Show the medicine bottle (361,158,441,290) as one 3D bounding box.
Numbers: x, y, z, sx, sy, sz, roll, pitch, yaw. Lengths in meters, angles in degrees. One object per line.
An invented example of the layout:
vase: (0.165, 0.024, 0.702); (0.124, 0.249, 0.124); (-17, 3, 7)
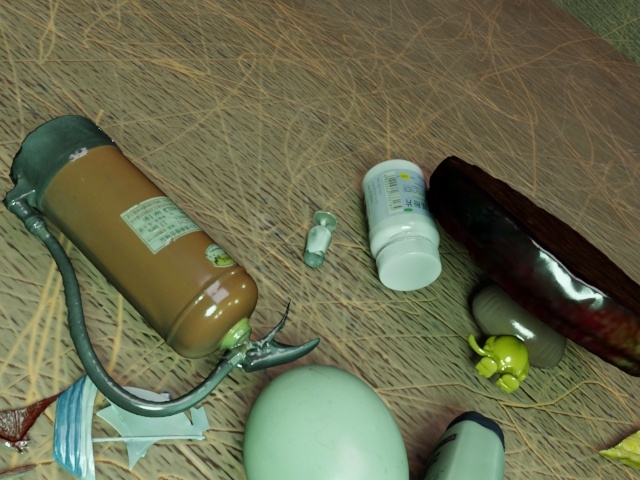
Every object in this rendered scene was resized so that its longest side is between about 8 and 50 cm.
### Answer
medicine bottle: (0.120, -0.025, 0.852); (0.102, 0.103, 0.187); (14, 46, -20)

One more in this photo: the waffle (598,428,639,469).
waffle: (0.468, 0.282, 0.837); (0.190, 0.032, 0.125); (23, 46, -13)

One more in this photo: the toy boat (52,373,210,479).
toy boat: (-0.185, 0.165, 0.549); (0.149, 0.034, 0.105); (-15, 62, -39)

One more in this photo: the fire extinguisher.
fire extinguisher: (-0.195, 0.042, 0.614); (0.376, 0.113, 0.200); (41, 71, 9)

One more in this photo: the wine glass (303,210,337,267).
wine glass: (0.000, 0.000, 0.808); (0.038, 0.042, 0.083); (-3, 46, 17)

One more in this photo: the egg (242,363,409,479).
egg: (0.004, 0.203, 0.536); (0.149, 0.150, 0.192); (8, 27, -25)

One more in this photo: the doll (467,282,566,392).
doll: (0.266, 0.131, 0.812); (0.188, 0.096, 0.145); (-17, 54, -35)

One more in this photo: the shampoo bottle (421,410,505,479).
shampoo bottle: (0.106, 0.272, 0.500); (0.078, 0.134, 0.359); (23, 13, 17)

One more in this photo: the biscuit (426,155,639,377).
biscuit: (0.319, 0.030, 0.809); (0.407, 0.091, 0.407); (29, 22, -13)

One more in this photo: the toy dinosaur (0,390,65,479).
toy dinosaur: (-0.312, 0.176, 0.466); (0.108, 0.032, 0.220); (42, 41, 12)
